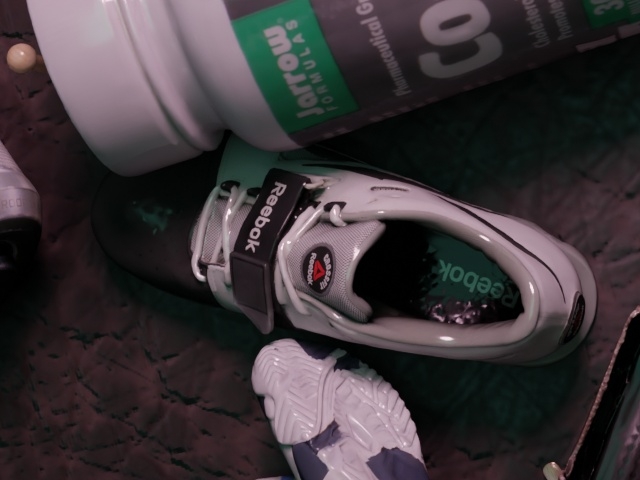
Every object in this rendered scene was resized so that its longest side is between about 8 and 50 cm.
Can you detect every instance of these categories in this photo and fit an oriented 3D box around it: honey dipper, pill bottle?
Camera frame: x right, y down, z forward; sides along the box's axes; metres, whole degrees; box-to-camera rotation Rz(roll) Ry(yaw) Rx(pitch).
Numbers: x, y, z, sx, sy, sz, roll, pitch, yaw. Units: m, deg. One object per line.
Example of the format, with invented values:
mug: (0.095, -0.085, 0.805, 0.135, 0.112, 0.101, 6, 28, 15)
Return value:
honey dipper: (-0.158, -0.106, 1.176, 0.030, 0.161, 0.030, 0, 88, 12)
pill bottle: (0.022, -0.172, 1.112, 0.361, 0.204, 0.204, -19, 84, 12)

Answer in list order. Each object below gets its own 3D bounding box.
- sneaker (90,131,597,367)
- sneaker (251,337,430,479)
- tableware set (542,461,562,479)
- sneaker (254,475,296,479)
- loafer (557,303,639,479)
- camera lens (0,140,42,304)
sneaker: (0.000, 0.000, 1.145, 0.331, 0.146, 0.122, 11, 92, 15)
sneaker: (0.012, 0.183, 1.122, 0.235, 0.094, 0.153, 47, 125, 25)
tableware set: (0.148, 0.246, 1.152, 0.128, 0.039, 0.194, -39, 80, 9)
sneaker: (-0.030, 0.218, 1.190, 0.059, 0.053, 0.144, 12, 82, 10)
loafer: (0.167, 0.184, 1.062, 0.134, 0.130, 0.365, 6, 72, 35)
camera lens: (-0.326, -0.050, 1.185, 0.219, 0.219, 0.274, -37, 80, 10)
